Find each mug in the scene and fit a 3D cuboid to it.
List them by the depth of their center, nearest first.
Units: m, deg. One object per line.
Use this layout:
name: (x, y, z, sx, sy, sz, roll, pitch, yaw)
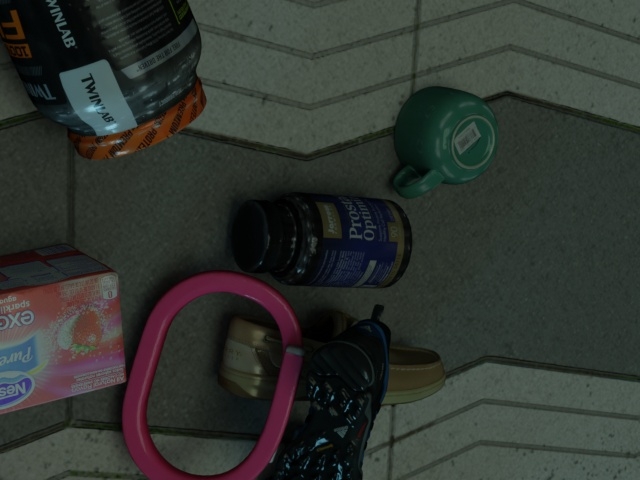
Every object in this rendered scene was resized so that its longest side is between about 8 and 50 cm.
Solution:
mug: (0.178, -0.129, 1.932, 0.130, 0.097, 0.157, 3, 100, -34)

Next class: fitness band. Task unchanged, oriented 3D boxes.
fitness band: (-0.136, 0.181, 1.773, 0.209, 0.054, 0.290, 16, 93, 0)

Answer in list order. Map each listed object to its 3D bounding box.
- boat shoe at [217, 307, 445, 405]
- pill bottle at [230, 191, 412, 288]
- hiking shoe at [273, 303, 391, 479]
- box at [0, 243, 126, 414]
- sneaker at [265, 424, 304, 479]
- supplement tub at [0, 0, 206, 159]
boat shoe: (0.029, 0.153, 1.894, 0.341, 0.122, 0.110, 3, 101, -32)
pill bottle: (0.000, 0.000, 1.835, 0.219, 0.123, 0.122, 3, 100, -34)
hiking shoe: (0.031, 0.235, 1.793, 0.132, 0.113, 0.304, -42, 155, -52)
box: (-0.388, 0.111, 1.595, 0.300, 0.154, 0.142, -13, 109, -31)
sneaker: (-0.056, 0.373, 1.905, 0.125, 0.104, 0.261, 13, 84, -19)
supplement tub: (-0.260, -0.273, 1.547, 0.207, 0.207, 0.338, -33, 117, -22)
